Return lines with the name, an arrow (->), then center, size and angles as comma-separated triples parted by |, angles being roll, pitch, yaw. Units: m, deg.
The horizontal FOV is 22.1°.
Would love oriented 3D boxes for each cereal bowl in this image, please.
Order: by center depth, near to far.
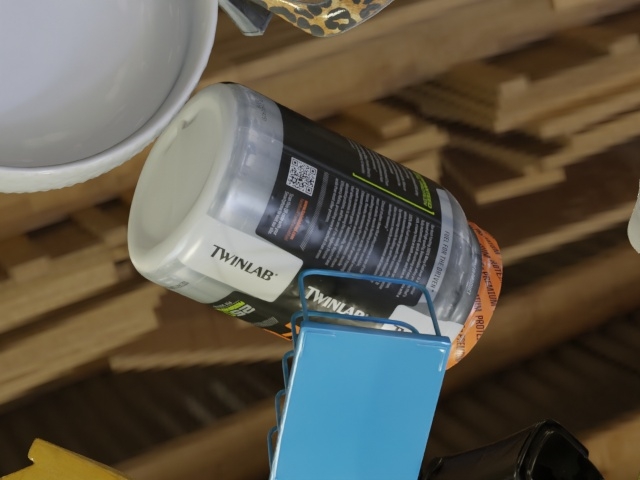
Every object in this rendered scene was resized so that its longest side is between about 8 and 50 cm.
cereal bowl -> -0.261, -0.192, 1.350 | 0.339, 0.339, 0.141 | -24, 173, -22

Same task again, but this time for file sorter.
file sorter -> 0.025, 0.122, 1.335 | 0.118, 0.170, 0.104 | 7, -152, -9

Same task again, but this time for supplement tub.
supplement tub -> 0.000, 0.000, 1.502 | 0.316, 0.193, 0.193 | 25, -175, -26

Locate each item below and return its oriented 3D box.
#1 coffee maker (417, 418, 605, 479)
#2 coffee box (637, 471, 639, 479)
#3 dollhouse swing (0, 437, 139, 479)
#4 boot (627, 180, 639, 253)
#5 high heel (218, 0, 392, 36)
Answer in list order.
coffee maker -> 0.190, 0.266, 1.756 | 0.178, 0.171, 0.120 | -34, -139, 50
coffee box -> 0.515, 0.276, 1.565 | 0.338, 0.334, 0.337 | -46, -163, 58
dollhouse swing -> -0.253, 0.480, 2.062 | 0.315, 0.305, 0.346 | 20, -98, 27
boot -> 0.421, -0.066, 1.920 | 0.086, 0.190, 0.069 | -29, -117, -28
high heel -> -0.037, -0.297, 1.688 | 0.261, 0.186, 0.093 | -7, -128, 36
